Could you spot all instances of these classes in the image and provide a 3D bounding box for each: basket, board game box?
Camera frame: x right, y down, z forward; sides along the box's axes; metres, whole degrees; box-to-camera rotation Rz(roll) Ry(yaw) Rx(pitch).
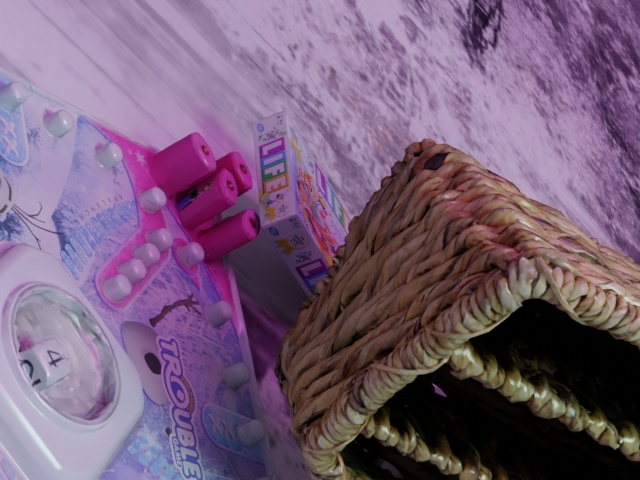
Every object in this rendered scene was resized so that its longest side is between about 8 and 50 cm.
[{"bbox_3d":[0.137,0.118,0.866,0.299,0.213,0.223,29,11,-21],"label":"basket"},{"bbox_3d":[-0.131,0.059,0.809,0.390,0.050,0.390,27,41,-50],"label":"board game box"},{"bbox_3d":[0.000,0.000,1.073,0.103,0.026,0.154,-98,162,-45],"label":"board game box"}]

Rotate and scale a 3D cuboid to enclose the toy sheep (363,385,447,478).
[{"bbox_3d":[0.068,0.141,1.044,0.091,0.091,0.132,43,18,-28],"label":"toy sheep"}]
